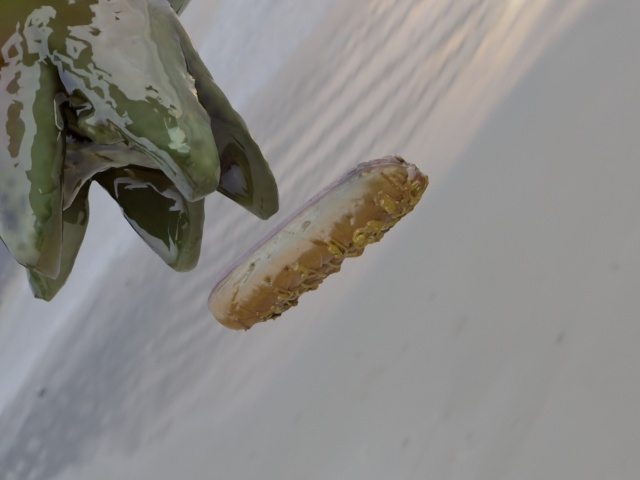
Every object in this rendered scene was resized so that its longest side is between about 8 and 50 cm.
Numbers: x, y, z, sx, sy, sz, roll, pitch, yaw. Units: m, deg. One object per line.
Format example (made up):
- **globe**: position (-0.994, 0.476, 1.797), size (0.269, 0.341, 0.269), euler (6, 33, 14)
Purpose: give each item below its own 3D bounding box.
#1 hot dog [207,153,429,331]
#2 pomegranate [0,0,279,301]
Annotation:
- **hot dog**: position (0.000, 0.000, 1.000), size (0.165, 0.045, 0.071), euler (-38, -12, 20)
- **pomegranate**: position (-0.113, -0.113, 0.525), size (0.231, 0.285, 0.231), euler (-28, 0, 0)
